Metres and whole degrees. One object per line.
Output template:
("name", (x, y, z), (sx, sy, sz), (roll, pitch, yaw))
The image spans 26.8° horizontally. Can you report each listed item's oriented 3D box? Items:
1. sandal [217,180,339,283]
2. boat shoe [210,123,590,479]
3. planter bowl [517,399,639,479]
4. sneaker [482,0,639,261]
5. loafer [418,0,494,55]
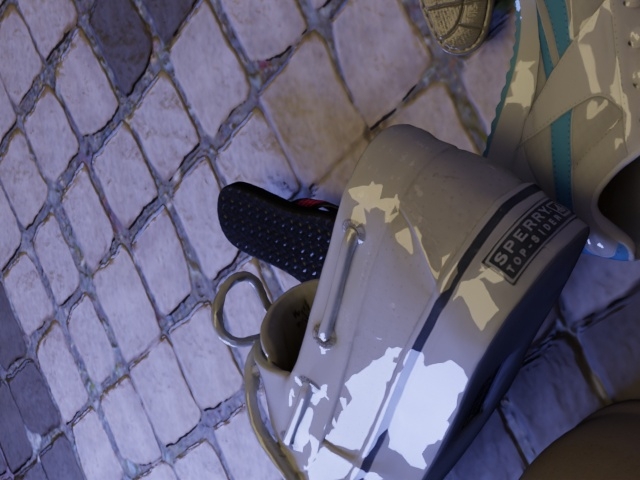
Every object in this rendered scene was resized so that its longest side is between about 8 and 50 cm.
("sandal", (0.000, 0.000, 0.882), (0.179, 0.040, 0.067), (28, 127, 42))
("boat shoe", (0.014, 0.068, 0.753), (0.156, 0.136, 0.367), (38, 148, 15))
("planter bowl", (0.151, 0.176, 0.701), (0.162, 0.109, 0.162), (22, 119, 47))
("sneaker", (0.143, -0.097, 0.638), (0.092, 0.087, 0.229), (30, 133, 34))
("loafer", (0.073, -0.166, 0.738), (0.045, 0.039, 0.125), (-9, 101, 19))
